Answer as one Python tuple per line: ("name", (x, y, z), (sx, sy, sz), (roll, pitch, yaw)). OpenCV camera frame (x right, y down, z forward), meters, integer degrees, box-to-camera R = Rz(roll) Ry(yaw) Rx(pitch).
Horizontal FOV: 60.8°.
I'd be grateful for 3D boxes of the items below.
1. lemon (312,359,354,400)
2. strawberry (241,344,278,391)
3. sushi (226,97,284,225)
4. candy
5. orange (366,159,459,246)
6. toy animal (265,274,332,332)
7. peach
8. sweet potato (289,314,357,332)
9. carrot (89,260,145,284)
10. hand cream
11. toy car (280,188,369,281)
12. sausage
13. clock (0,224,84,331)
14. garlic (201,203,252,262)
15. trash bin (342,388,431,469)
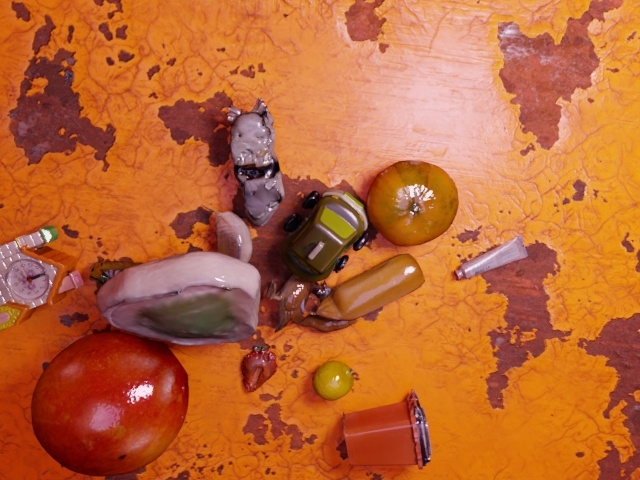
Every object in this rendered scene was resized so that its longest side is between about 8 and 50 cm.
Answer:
("lemon", (0.037, 0.396, 1.546), (0.133, 0.109, 0.109), (-35, 99, 21))
("strawberry", (-0.179, 0.372, 1.572), (0.104, 0.048, 0.152), (20, 97, 0))
("sushi", (-0.164, -0.196, 1.421), (0.124, 0.130, 0.332), (-8, 101, 2))
("candy", (-0.352, 0.145, 1.394), (0.427, 0.386, 0.186), (-9, 61, 5))
("orange", (0.240, -0.096, 1.420), (0.240, 0.171, 0.240), (0, 100, -1))
("toy animal", (-0.064, 0.176, 1.522), (0.179, 0.089, 0.188), (14, 95, -18))
("peach", (-0.530, 0.415, 1.424), (0.389, 0.388, 0.388), (0, 101, 0))
("sweet potato", (0.007, 0.233, 1.546), (0.195, 0.056, 0.056), (-2, 101, 6))
("carrot", (-0.521, 0.090, 1.512), (0.229, 0.069, 0.068), (1, 101, -1))
("hand cream", (0.473, 0.054, 1.519), (0.210, 0.043, 0.067), (-23, 102, -1))
("toy car", (0.000, 0.000, 1.410), (0.204, 0.198, 0.248), (40, 113, -4))
("sausage", (0.125, 0.143, 1.497), (0.328, 0.112, 0.112), (-26, 100, 2))
("clock", (-0.801, 0.100, 1.488), (0.255, 0.106, 0.219), (-22, 100, 4))
("garlic", (-0.252, -0.006, 1.483), (0.129, 0.090, 0.198), (-4, 106, 13))
("trash bin", (0.185, 0.540, 1.551), (0.239, 0.161, 0.184), (-7, 101, 5))
